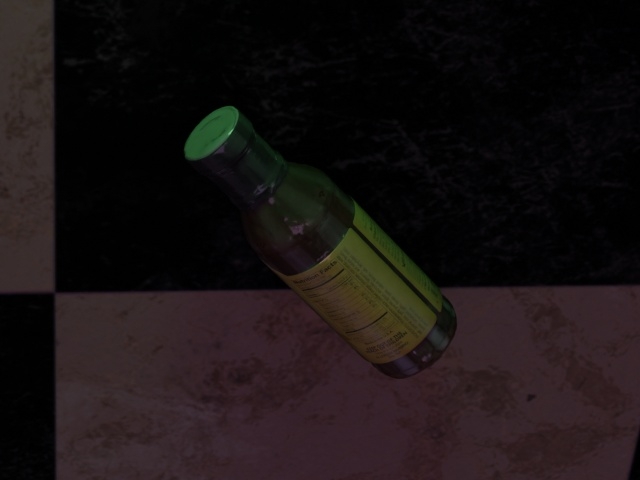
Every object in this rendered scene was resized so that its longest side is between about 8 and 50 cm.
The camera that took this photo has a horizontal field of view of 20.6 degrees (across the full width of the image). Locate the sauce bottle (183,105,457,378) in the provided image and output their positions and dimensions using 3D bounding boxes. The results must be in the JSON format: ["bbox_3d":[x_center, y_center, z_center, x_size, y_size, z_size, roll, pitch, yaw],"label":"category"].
[{"bbox_3d":[0.000,0.000,1.752,0.111,0.111,0.344,-35,121,15],"label":"sauce bottle"}]
